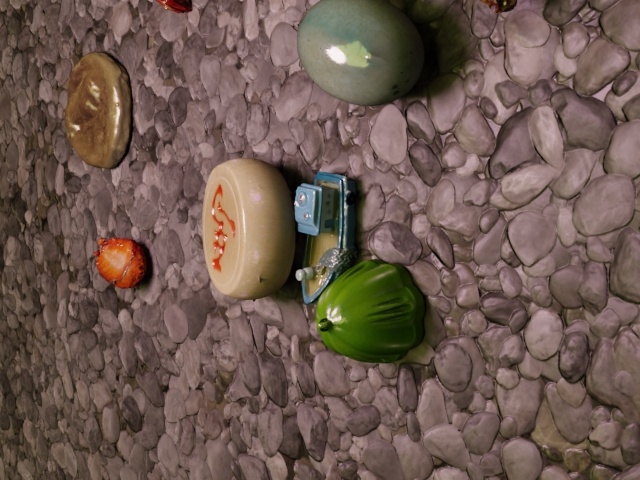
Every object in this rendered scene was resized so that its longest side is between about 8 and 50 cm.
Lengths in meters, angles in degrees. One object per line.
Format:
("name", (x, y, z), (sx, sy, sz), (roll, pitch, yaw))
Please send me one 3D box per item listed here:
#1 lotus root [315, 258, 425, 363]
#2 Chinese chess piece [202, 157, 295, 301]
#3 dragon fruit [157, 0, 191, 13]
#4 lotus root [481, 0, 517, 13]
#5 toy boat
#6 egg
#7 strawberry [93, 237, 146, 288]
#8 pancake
("lotus root", (0.055, 0.127, 1.325), (0.186, 0.186, 0.186), (7, 99, 44))
("Chinese chess piece", (-0.140, -0.021, 1.503), (0.273, 0.102, 0.274), (14, 106, 62))
("dragon fruit", (-0.324, -0.528, 1.722), (0.131, 0.063, 0.097), (14, 72, 43))
("lotus root", (0.218, -0.484, 1.100), (0.169, 0.151, 0.343), (-6, 87, 46))
("toy boat", (0.000, 0.000, 1.415), (0.109, 0.098, 0.238), (17, 107, 46))
("egg", (0.059, -0.303, 1.268), (0.236, 0.169, 0.169), (30, 115, 36))
("strawberry", (-0.471, 0.047, 1.916), (0.188, 0.082, 0.121), (26, 93, 50))
("pancake", (-0.549, -0.315, 1.963), (0.294, 0.049, 0.295), (8, 101, 43))
